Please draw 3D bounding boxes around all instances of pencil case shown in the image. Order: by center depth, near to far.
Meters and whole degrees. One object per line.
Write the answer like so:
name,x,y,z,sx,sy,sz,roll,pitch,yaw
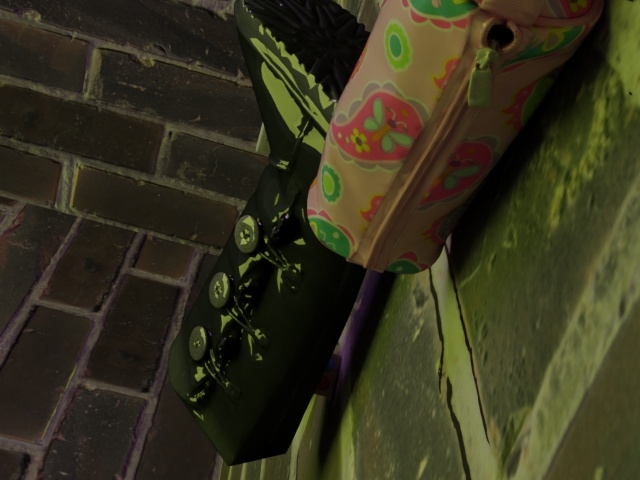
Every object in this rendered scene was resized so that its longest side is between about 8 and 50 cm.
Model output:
pencil case,0.077,-0.090,0.604,0.284,0.124,0.124,117,167,-53

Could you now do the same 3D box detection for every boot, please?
boot,-0.063,-0.023,1.032,0.445,0.146,0.367,-67,32,33

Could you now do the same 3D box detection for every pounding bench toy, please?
pounding bench toy,-0.024,0.154,1.097,0.065,0.083,0.052,137,148,-80

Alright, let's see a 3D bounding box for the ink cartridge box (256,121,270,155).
ink cartridge box,-0.021,-0.224,1.640,0.212,0.154,0.093,117,168,-67
